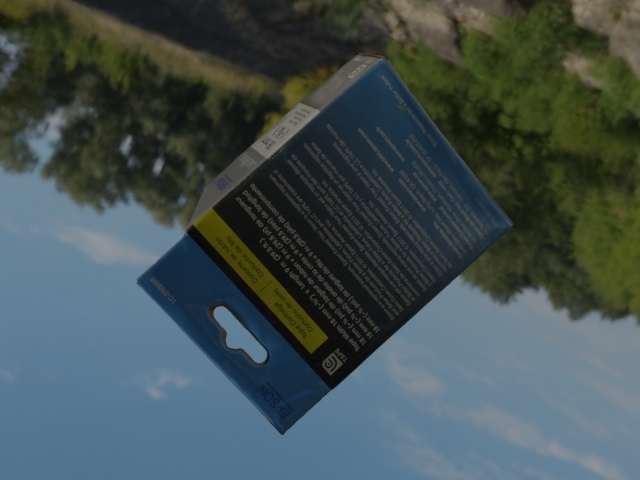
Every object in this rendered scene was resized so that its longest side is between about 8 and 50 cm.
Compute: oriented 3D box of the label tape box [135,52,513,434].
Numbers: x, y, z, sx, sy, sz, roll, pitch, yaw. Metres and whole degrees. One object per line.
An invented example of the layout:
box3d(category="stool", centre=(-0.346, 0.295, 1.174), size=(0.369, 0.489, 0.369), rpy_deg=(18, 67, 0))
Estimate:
box3d(category="label tape box", centre=(0.000, 0.000, 1.104), size=(0.241, 0.333, 0.106), rpy_deg=(50, 177, -20))
